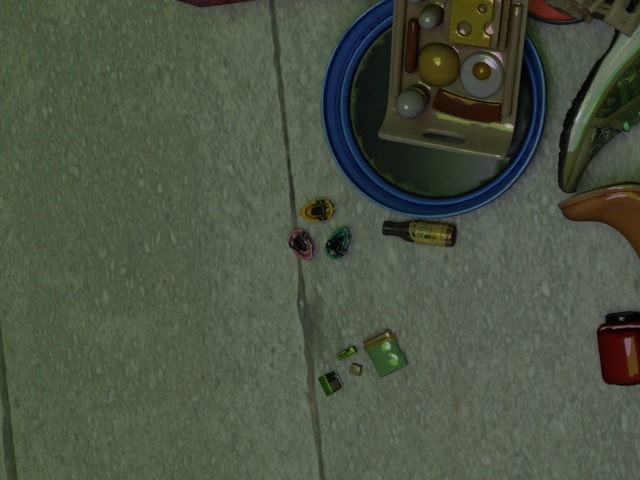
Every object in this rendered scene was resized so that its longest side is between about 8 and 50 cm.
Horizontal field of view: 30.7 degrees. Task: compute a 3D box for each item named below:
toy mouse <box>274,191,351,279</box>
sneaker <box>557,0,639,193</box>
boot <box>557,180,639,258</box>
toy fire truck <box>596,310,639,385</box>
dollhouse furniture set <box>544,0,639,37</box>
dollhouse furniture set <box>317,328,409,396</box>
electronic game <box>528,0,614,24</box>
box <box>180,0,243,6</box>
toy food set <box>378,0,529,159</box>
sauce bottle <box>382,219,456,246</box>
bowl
[{"bbox_3d":[0.000,0.000,2.098,0.161,0.031,0.143,-14,89,20],"label":"toy mouse"},{"bbox_3d":[0.516,-0.237,1.845,0.182,0.158,0.410,29,106,4],"label":"sneaker"},{"bbox_3d":[0.524,0.014,1.834,0.284,0.109,0.220,-5,93,12],"label":"boot"},{"bbox_3d":[0.539,0.195,1.806,0.217,0.246,0.158,-6,91,20],"label":"toy fire truck"},{"bbox_3d":[0.391,-0.407,1.779,0.101,0.161,0.182,-61,32,8],"label":"dollhouse furniture set"},{"bbox_3d":[0.072,0.221,2.074,0.152,0.058,0.076,-28,85,19],"label":"dollhouse furniture set"},{"bbox_3d":[0.401,-0.469,1.912,0.229,0.048,0.229,1,94,19],"label":"electronic game"},{"bbox_3d":[-0.113,-0.507,2.042,0.300,0.142,0.154,-4,93,20],"label":"box"},{"bbox_3d":[0.204,-0.290,1.851,0.220,0.092,0.306,12,120,18],"label":"toy food set"},{"bbox_3d":[0.171,-0.014,2.030,0.128,0.042,0.042,5,96,18],"label":"sauce bottle"},{"bbox_3d":[0.194,-0.233,1.988,0.391,0.077,0.391,2,95,19],"label":"bowl"}]
